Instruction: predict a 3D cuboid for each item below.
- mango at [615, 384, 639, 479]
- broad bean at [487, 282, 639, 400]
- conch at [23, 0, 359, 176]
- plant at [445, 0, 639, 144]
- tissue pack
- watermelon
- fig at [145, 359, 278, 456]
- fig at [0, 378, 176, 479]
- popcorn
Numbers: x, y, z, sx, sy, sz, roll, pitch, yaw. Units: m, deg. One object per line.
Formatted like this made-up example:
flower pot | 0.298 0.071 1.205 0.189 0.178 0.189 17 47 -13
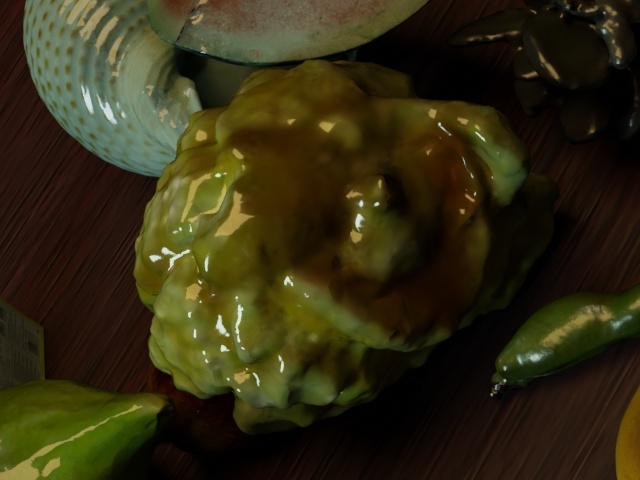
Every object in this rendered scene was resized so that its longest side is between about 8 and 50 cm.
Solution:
mango | 0.270 0.145 1.338 0.101 0.066 0.187 -9 49 30
broad bean | 0.219 0.063 1.431 0.213 0.048 0.070 -33 49 13
conch | -0.116 -0.166 1.694 0.303 0.215 0.319 -18 66 -11
plant | 0.246 -0.214 1.496 0.199 0.188 0.276 29 79 39
tissue pack | -0.313 0.146 1.718 0.062 0.095 0.176 -23 52 21
watermelon | -0.037 -0.244 1.541 0.256 0.176 0.260 -20 13 -20
fig | -0.115 0.144 1.582 0.201 0.134 0.146 -43 14 33
fig | -0.218 0.192 1.515 0.275 0.206 0.206 -42 42 40
popcorn | 0.006 -0.006 1.453 0.279 0.274 0.335 34 62 21
